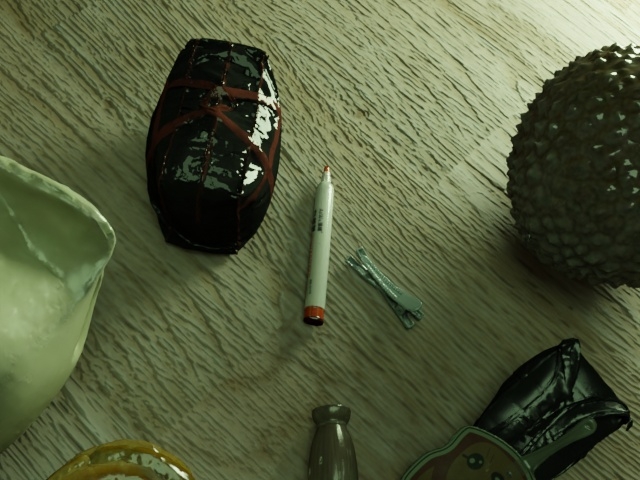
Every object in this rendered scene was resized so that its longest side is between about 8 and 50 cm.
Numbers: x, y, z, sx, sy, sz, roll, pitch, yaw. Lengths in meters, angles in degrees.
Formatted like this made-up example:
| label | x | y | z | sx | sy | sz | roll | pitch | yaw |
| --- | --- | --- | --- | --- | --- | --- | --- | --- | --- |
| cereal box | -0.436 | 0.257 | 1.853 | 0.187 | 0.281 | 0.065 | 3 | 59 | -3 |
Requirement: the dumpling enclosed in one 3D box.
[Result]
| label | x | y | z | sx | sy | sz | roll | pitch | yaw |
| --- | --- | --- | --- | --- | --- | --- | --- | --- | --- |
| dumpling | -0.393 | 0.077 | 0.778 | 0.316 | 0.233 | 0.395 | 36 | 91 | 3 |

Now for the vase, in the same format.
| label | x | y | z | sx | sy | sz | roll | pitch | yaw |
| --- | --- | --- | --- | --- | --- | --- | --- | --- | --- |
| vase | 0.013 | 0.229 | 0.894 | 0.053 | 0.053 | 0.100 | 4 | 59 | -11 |

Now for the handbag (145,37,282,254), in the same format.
| label | x | y | z | sx | sy | sz | roll | pitch | yaw |
| --- | --- | --- | --- | --- | --- | --- | --- | --- | --- |
| handbag | -0.123 | -0.109 | 0.969 | 0.155 | 0.169 | 0.215 | 9 | 62 | -7 |

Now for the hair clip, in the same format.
| label | x | y | z | sx | sy | sz | roll | pitch | yaw |
| --- | --- | --- | --- | --- | --- | --- | --- | --- | --- |
| hair clip | 0.080 | 0.052 | 1.008 | 0.115 | 0.039 | 0.030 | 44 | 57 | 13 |

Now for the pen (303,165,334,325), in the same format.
| label | x | y | z | sx | sy | sz | roll | pitch | yaw |
| --- | --- | --- | --- | --- | --- | --- | --- | --- | --- |
| pen | 0.000 | 0.000 | 1.022 | 0.026 | 0.026 | 0.218 | 9 | 62 | -8 |

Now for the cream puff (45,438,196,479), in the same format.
| label | x | y | z | sx | sy | sz | roll | pitch | yaw |
| --- | --- | --- | --- | --- | --- | --- | --- | --- | --- |
| cream puff | -0.180 | 0.279 | 0.778 | 0.189 | 0.129 | 0.188 | 2 | 78 | -10 |

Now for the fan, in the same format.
| label | x | y | z | sx | sy | sz | roll | pitch | yaw |
| --- | --- | --- | --- | --- | --- | --- | --- | --- | --- |
| fan | 0.193 | 0.247 | 0.877 | 0.220 | 0.009 | 0.132 | -35 | 81 | 12 |

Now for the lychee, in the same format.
| label | x | y | z | sx | sy | sz | roll | pitch | yaw |
| --- | --- | --- | --- | --- | --- | --- | --- | --- | --- |
| lychee | 0.364 | -0.087 | 1.019 | 0.300 | 0.300 | 0.299 | 5 | 62 | -10 |

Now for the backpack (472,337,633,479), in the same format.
| label | x | y | z | sx | sy | sz | roll | pitch | yaw |
| --- | --- | --- | --- | --- | --- | --- | --- | --- | --- |
| backpack | 0.245 | 0.199 | 0.934 | 0.165 | 0.106 | 0.120 | -34 | 77 | -3 |
